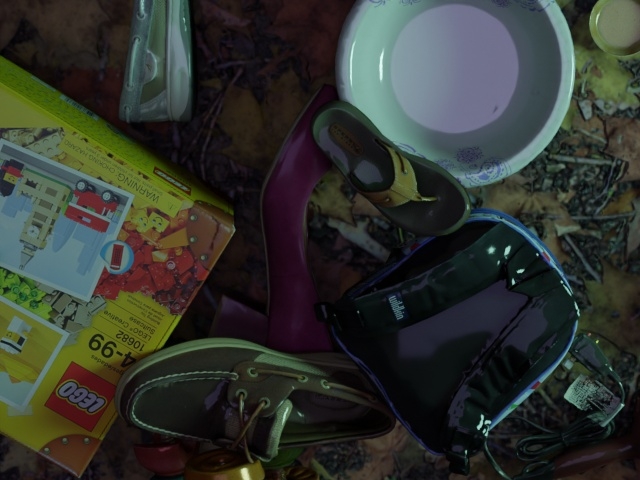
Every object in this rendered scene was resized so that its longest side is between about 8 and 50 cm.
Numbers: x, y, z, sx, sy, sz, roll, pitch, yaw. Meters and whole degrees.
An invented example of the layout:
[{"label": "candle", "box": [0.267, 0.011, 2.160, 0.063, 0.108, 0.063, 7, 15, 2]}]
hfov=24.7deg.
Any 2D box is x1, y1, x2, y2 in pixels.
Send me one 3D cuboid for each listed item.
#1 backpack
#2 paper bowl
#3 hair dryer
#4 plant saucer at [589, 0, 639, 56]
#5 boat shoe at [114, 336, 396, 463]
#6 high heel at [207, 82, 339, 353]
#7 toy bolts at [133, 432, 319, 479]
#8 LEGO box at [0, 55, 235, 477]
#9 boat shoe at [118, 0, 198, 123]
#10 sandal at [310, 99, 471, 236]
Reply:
[{"label": "backpack", "box": [0.179, 0.096, 1.780, 0.263, 0.213, 0.276, -38, 96, 16]}, {"label": "paper bowl", "box": [0.163, -0.208, 1.778, 0.284, 0.148, 0.284, 0, 96, 5]}, {"label": "hair dryer", "box": [0.373, 0.255, 1.845, 0.293, 0.080, 0.224, 34, 115, -6]}, {"label": "plant saucer", "box": [0.376, -0.271, 1.819, 0.083, 0.015, 0.083, 1, 97, 5]}, {"label": "boat shoe", "box": [-0.071, 0.201, 1.749, 0.342, 0.123, 0.123, 5, 114, -21]}, {"label": "high heel", "box": [0.000, 0.000, 1.835, 0.181, 0.127, 0.377, 21, 108, 2]}, {"label": "toy bolts", "box": [-0.132, 0.329, 1.850, 0.228, 0.218, 0.159, -2, 103, 24]}, {"label": "LEGO box", "box": [-0.410, -0.009, 1.787, 0.500, 0.193, 0.372, 31, 98, -9]}, {"label": "boat shoe", "box": [-0.213, -0.305, 1.820, 0.103, 0.118, 0.321, -3, 103, 1]}, {"label": "sandal", "box": [0.075, -0.082, 1.695, 0.219, 0.060, 0.090, 43, 105, 5]}]
